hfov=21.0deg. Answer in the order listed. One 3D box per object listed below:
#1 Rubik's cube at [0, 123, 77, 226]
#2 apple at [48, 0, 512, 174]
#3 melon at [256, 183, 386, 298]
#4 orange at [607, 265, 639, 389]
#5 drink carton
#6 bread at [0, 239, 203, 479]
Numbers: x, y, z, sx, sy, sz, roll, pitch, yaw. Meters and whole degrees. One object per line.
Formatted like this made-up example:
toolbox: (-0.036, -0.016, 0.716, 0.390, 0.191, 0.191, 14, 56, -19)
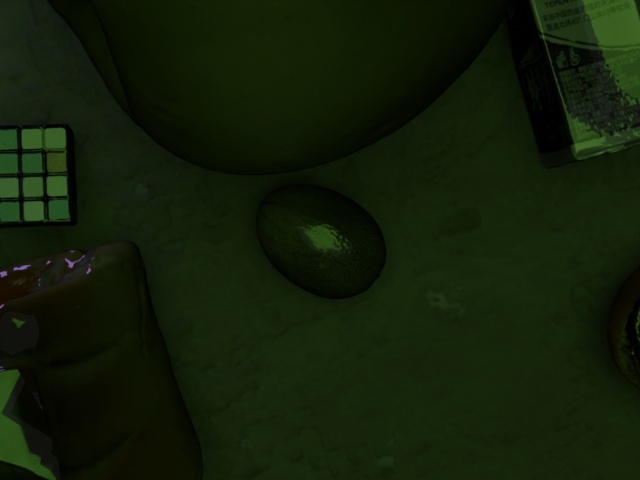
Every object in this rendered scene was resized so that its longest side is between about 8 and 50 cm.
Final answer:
Rubik's cube: (-0.275, -0.058, 1.600, 0.092, 0.092, 0.092, -2, 90, -5)
apple: (-0.039, -0.294, 1.453, 0.473, 0.473, 0.474, 0, 90, -4)
melon: (0.000, 0.000, 1.618, 0.130, 0.098, 0.098, 32, 88, 2)
orange: (0.339, 0.075, 1.636, 0.170, 0.112, 0.160, 13, 82, -37)
drink carton: (0.239, -0.188, 1.617, 0.101, 0.134, 0.222, -16, 90, -3)
bread: (-0.262, 0.193, 1.545, 0.300, 0.210, 0.341, -14, 91, -2)
